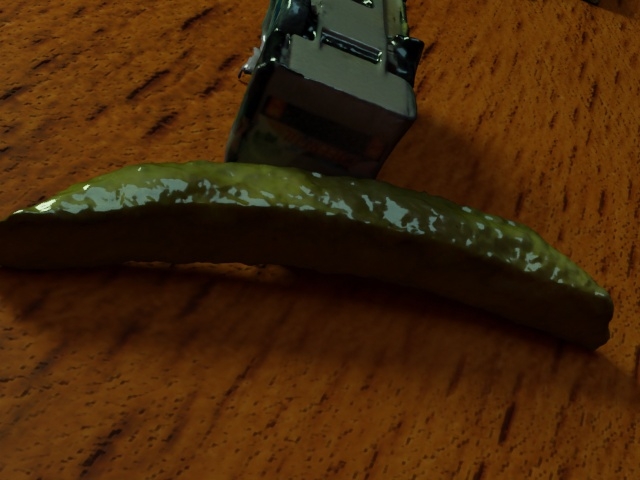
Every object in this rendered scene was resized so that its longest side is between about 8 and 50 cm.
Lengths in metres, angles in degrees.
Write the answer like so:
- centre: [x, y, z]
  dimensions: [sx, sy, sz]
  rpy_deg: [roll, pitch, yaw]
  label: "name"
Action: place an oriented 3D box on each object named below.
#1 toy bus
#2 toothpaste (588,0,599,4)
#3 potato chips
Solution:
- centre: [0.000, -0.130, 0.985]
  dimensions: [0.112, 0.138, 0.317]
  rpy_deg: [23, 28, -9]
  label: "toy bus"
- centre: [0.310, -0.324, 1.589]
  dimensions: [0.043, 0.037, 0.178]
  rpy_deg: [20, 30, 0]
  label: "toothpaste"
- centre: [0.000, 0.000, 0.831]
  dimensions: [0.407, 0.057, 0.080]
  rpy_deg: [9, 51, -21]
  label: "potato chips"
